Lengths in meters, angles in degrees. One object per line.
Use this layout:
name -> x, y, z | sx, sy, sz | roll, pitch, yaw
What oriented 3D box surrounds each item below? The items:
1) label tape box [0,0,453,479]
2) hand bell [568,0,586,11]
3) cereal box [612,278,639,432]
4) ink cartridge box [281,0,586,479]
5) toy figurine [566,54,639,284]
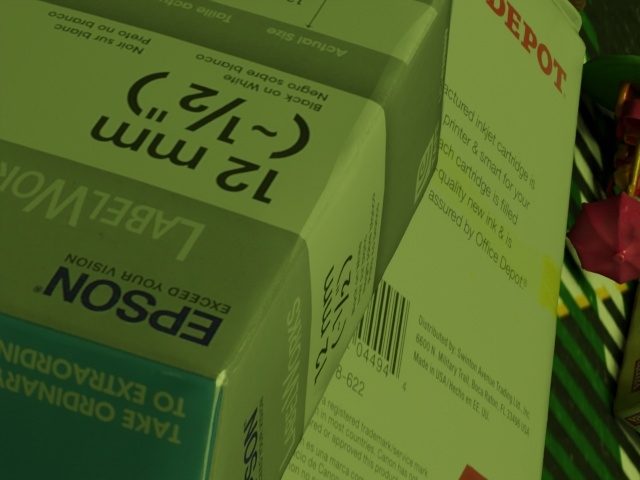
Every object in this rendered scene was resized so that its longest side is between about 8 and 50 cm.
label tape box -> -0.122, 0.006, 0.605 | 0.347, 0.249, 0.115 | -60, 161, -45
hand bell -> 0.161, -0.240, 1.281 | 0.242, 0.126, 0.126 | 50, 43, -59
cereal box -> 0.356, 0.129, 1.462 | 0.240, 0.047, 0.173 | 35, 52, -24
ink cartridge box -> 0.000, 0.000, 0.893 | 0.279, 0.160, 0.384 | 40, 52, -47
toy figurine -> 0.248, -0.040, 1.372 | 0.173, 0.130, 0.159 | 62, 45, -71
